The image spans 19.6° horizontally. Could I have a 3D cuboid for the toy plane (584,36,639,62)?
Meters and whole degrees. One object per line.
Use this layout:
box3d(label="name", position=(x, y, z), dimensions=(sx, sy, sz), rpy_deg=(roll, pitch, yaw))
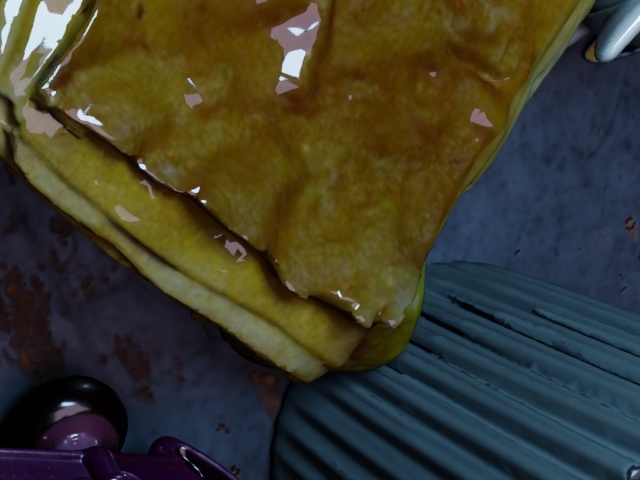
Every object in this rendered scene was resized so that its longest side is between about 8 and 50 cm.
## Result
box3d(label="toy plane", position=(0.327, -0.195, 1.267), dimensions=(0.316, 0.204, 0.103), rpy_deg=(-37, 124, 6))

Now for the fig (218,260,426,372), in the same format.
box3d(label="fig", position=(0.000, 0.000, 1.124), dimensions=(0.154, 0.144, 0.166), rpy_deg=(29, 79, 2))

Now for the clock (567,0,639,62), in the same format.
box3d(label="clock", position=(0.248, -0.236, 1.125), dimensions=(0.108, 0.265, 0.324), rpy_deg=(44, 86, -12))

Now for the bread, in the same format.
box3d(label="bread", position=(-0.028, -0.141, 0.952), dimensions=(0.314, 0.191, 0.370), rpy_deg=(39, 71, -32))

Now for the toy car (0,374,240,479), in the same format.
box3d(label="toy car", position=(-0.184, 0.240, 1.029), dimensions=(0.340, 0.271, 0.240), rpy_deg=(7, 120, -33))

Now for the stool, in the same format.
box3d(label="stool", position=(0.155, 0.171, 1.148), dimensions=(0.297, 0.330, 0.297), rpy_deg=(-10, 111, -28))
